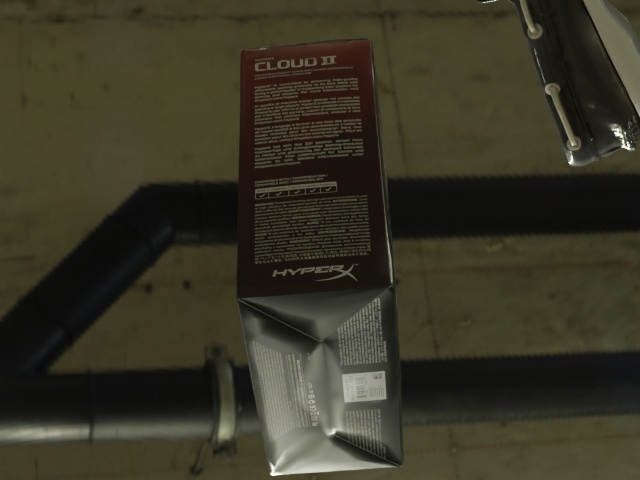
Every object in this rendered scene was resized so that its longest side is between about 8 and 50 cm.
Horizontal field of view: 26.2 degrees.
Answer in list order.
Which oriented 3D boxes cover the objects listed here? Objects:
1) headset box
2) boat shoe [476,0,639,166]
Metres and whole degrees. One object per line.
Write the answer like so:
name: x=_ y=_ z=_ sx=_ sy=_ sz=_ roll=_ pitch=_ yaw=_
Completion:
headset box: x=0.000 y=0.000 z=1.077 sx=0.110 sy=0.218 sz=0.293 roll=-4 pitch=-132 yaw=2
boat shoe: x=0.066 y=-0.082 z=0.427 sx=0.038 sy=0.046 sz=0.125 roll=-27 pitch=-78 yaw=18
